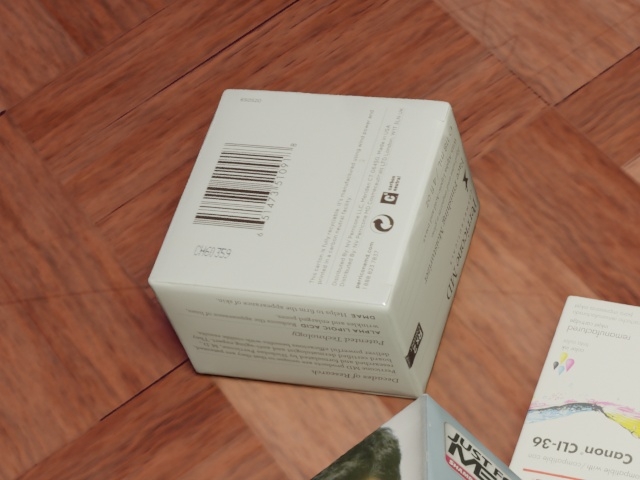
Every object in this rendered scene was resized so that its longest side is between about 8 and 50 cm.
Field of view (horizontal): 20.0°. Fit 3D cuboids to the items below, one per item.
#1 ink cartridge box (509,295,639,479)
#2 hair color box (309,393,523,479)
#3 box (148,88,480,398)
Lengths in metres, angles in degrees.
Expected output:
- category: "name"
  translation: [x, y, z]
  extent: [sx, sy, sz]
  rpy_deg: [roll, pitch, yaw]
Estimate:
- category: "ink cartridge box"
  translation: [0.188, 0.140, 1.157]
  extent: [0.115, 0.067, 0.198]
  rpy_deg: [9, 57, 23]
- category: "hair color box"
  translation: [0.027, 0.269, 0.956]
  extent: [0.185, 0.113, 0.374]
  rpy_deg: [-39, 21, 22]
- category: "box"
  translation: [0.000, 0.000, 1.293]
  extent: [0.182, 0.119, 0.181]
  rpy_deg: [5, 56, 21]
